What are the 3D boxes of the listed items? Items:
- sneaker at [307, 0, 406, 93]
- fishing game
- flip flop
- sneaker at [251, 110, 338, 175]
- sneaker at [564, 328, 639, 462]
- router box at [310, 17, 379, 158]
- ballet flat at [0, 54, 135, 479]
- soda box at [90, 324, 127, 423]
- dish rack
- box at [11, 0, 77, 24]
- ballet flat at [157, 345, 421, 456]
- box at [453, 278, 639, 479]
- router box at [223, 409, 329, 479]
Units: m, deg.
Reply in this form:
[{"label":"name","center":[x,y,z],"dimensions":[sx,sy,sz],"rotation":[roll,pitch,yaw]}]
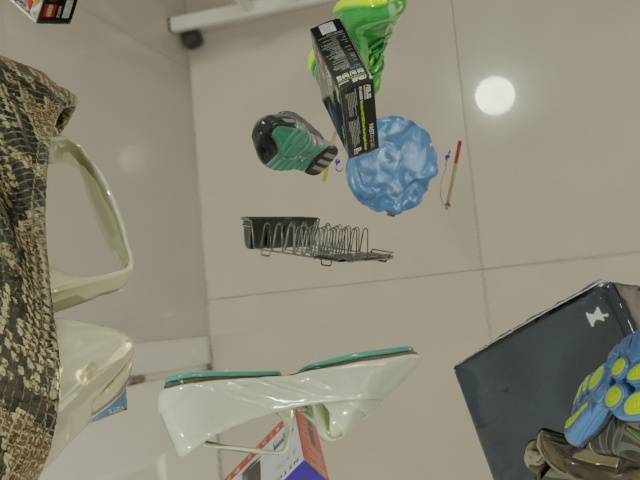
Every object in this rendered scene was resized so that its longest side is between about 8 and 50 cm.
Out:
[{"label":"sneaker","center":[0.066,-0.281,1.152],"dimensions":[0.109,0.295,0.124],"rotation":[-19,84,-16]},{"label":"fishing game","center":[0.135,-0.141,1.471],"dimensions":[0.264,0.041,0.189],"rotation":[8,95,-14]},{"label":"flip flop","center":[0.255,0.240,0.774],"dimensions":[0.112,0.277,0.080],"rotation":[13,75,9]},{"label":"sneaker","center":[-0.059,-0.160,1.168],"dimensions":[0.083,0.223,0.098],"rotation":[-45,70,12]},{"label":"sneaker","center":[0.230,0.113,0.531],"dimensions":[0.078,0.188,0.067],"rotation":[20,66,8]},{"label":"router box","center":[0.027,-0.160,0.829],"dimensions":[0.038,0.122,0.092],"rotation":[-21,60,-4]},{"label":"ballet flat","center":[-0.235,0.033,0.619],"dimensions":[0.164,0.182,0.483],"rotation":[-48,43,40]},{"label":"soda box","center":[-0.287,0.151,0.701],"dimensions":[0.210,0.071,0.067],"rotation":[-19,64,-22]},{"label":"dish rack","center":[0.000,0.000,1.518],"dimensions":[0.271,0.208,0.074],"rotation":[9,99,40]},{"label":"box","center":[-0.207,-0.285,0.588],"dimensions":[0.114,0.036,0.207],"rotation":[40,120,18]},{"label":"ballet flat","center":[-0.035,0.244,1.144],"dimensions":[0.400,0.139,0.139],"rotation":[-5,83,-16]},{"label":"box","center":[0.512,0.342,1.109],"dimensions":[0.297,0.471,0.480],"rotation":[-39,56,36]},{"label":"router box","center":[-0.136,0.586,1.813],"dimensions":[0.082,0.301,0.335],"rotation":[44,92,-10]}]
